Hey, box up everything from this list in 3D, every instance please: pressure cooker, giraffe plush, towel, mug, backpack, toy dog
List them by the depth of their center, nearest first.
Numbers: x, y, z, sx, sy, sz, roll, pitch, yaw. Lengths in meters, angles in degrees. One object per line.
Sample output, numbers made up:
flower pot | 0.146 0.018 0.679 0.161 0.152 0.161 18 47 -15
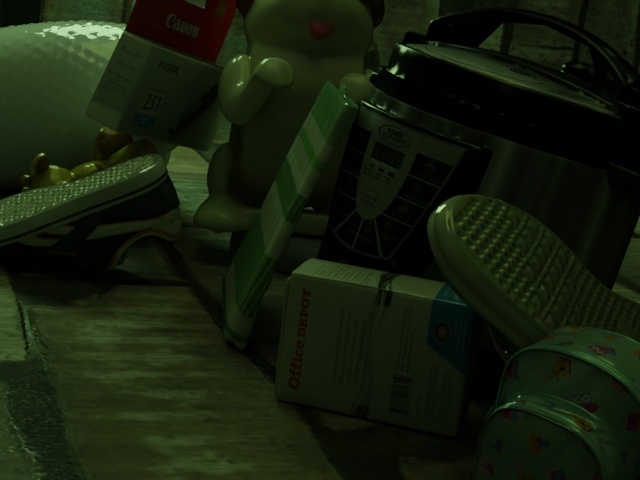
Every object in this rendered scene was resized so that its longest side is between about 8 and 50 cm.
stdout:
backpack | 0.223 0.174 1.104 0.166 0.188 0.144 20 18 39
pressure cooker | 0.210 -0.075 1.562 0.370 0.420 0.375 18 12 -2
towel | -0.041 -0.040 1.588 0.038 0.324 0.248 26 11 -10
giraffe plush | -0.365 -0.080 1.931 0.170 0.181 0.210 -16 19 -40
toy dog | -0.018 -0.229 1.967 0.285 0.407 0.395 8 14 2
mug | -0.389 -0.211 2.182 0.328 0.276 0.374 -5 -31 7

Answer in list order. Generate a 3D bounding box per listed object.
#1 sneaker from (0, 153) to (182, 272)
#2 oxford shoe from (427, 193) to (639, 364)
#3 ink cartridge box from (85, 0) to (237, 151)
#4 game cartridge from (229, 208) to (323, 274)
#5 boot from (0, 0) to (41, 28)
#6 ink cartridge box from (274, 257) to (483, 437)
sneaker | -0.345 -0.011 1.746 0.321 0.127 0.126 -15 26 13
oxford shoe | 0.233 0.094 1.303 0.130 0.169 0.449 -24 -37 30
ink cartridge box | -0.208 -0.278 1.930 0.066 0.261 0.296 28 9 20
game cartridge | 0.000 0.000 2.010 0.196 0.060 0.294 11 13 32
boot | -0.663 -0.347 2.234 0.146 0.445 0.367 19 18 41
ink cartridge box | 0.064 0.111 1.364 0.203 0.148 0.086 11 15 14
